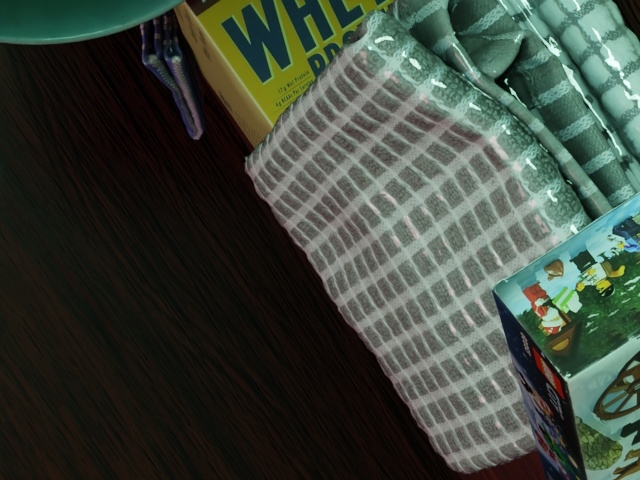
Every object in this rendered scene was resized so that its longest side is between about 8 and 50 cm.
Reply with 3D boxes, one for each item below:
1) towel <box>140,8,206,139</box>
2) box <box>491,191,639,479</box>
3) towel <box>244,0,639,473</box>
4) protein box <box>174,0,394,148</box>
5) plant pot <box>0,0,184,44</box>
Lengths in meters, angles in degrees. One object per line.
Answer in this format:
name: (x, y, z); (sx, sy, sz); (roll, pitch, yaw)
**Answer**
towel: (-0.138, -0.269, 1.219); (0.243, 0.040, 0.336); (79, -177, -81)
box: (0.156, 0.043, 0.571); (0.044, 0.159, 0.233); (55, 175, 32)
towel: (0.082, -0.007, 0.780); (0.235, 0.121, 0.284); (56, 158, 4)
protein box: (0.009, -0.115, 1.045); (0.201, 0.136, 0.200); (55, 175, 9)
plant pot: (-0.180, -0.304, 0.916); (0.235, 0.293, 0.293); (-108, -8, -50)
